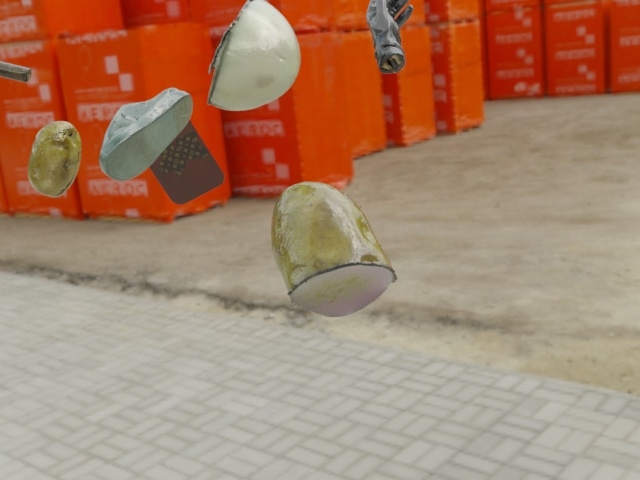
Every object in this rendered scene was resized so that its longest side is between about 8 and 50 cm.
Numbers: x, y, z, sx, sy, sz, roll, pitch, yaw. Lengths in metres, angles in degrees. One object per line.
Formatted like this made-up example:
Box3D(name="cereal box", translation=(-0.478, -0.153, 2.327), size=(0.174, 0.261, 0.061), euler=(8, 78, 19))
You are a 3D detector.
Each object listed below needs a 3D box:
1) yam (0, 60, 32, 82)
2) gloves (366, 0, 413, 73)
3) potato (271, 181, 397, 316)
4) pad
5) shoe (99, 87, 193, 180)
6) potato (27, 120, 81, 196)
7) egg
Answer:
Box3D(name="yam", translation=(-0.822, -0.414, 1.865), size=(0.327, 0.045, 0.045), euler=(14, -30, -2))
Box3D(name="gloves", translation=(0.183, -0.593, 2.253), size=(0.119, 0.285, 0.142), euler=(-5, -26, 29))
Box3D(name="potato", translation=(0.000, 0.000, 1.691), size=(0.229, 0.265, 0.229), euler=(-15, -29, -9))
Box3D(name="pad", translation=(-0.389, -0.233, 2.203), size=(0.181, 0.267, 0.004), euler=(-25, 19, 20))
Box3D(name="shoe", translation=(-0.272, -0.166, 1.227), size=(0.078, 0.079, 0.195), euler=(25, 52, 24))
Box3D(name="potato", translation=(-0.577, -0.178, 1.790), size=(0.107, 0.170, 0.080), euler=(16, 16, -28))
Box3D(name="egg", translation=(-0.137, -0.394, 1.848), size=(0.174, 0.264, 0.286), euler=(26, -5, -6))
